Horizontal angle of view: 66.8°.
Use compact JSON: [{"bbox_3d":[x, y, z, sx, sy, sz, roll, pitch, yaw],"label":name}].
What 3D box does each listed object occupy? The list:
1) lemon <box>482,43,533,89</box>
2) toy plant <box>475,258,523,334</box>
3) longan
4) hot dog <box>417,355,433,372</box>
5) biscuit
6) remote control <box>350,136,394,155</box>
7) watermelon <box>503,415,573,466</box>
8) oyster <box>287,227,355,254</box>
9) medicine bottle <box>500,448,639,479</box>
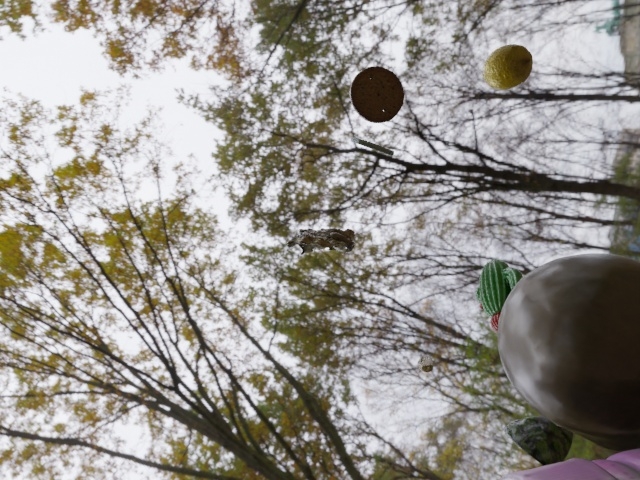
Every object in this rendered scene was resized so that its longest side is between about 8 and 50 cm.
[{"bbox_3d":[0.471,-0.437,1.229,0.109,0.133,0.109,5,-97,-40],"label":"lemon"},{"bbox_3d":[0.474,0.139,1.270,0.240,0.088,0.154,-87,22,-70],"label":"toy plant"},{"bbox_3d":[0.364,0.144,0.643,0.258,0.258,0.257,-18,-67,-50],"label":"longan"},{"bbox_3d":[0.293,0.346,1.361,0.137,0.044,0.028,6,-104,-82],"label":"hot dog"},{"bbox_3d":[0.187,-0.479,1.601,0.188,0.027,0.187,0,-89,-13],"label":"biscuit"},{"bbox_3d":[0.140,-0.254,1.305,0.125,0.053,0.017,12,-74,-30],"label":"remote control"},{"bbox_3d":[0.468,0.435,1.052,0.125,0.135,0.094,-48,-46,-34],"label":"watermelon"},{"bbox_3d":[0.000,0.000,1.522,0.223,0.214,0.083,25,-118,-83],"label":"oyster"},{"bbox_3d":[0.363,0.301,0.454,0.212,0.326,0.211,173,90,-85],"label":"medicine bottle"}]
